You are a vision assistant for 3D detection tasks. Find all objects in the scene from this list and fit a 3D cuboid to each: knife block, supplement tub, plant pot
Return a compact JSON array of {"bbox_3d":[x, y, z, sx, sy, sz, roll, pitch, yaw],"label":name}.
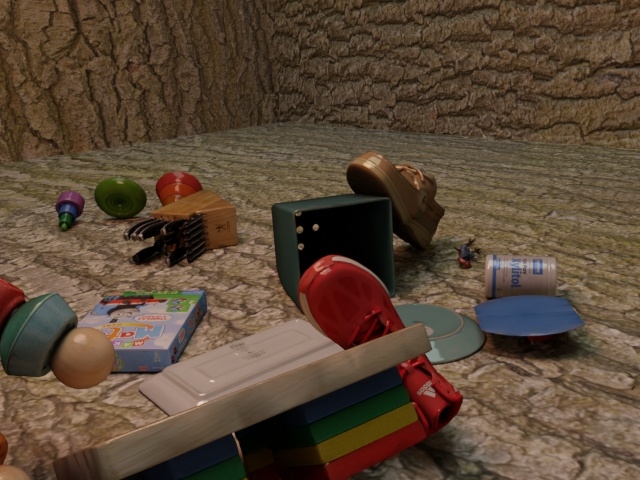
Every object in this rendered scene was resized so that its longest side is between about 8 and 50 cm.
[{"bbox_3d":[-0.309,-0.029,1.392,0.242,0.088,0.275,-9,19,-23],"label":"knife block"},{"bbox_3d":[0.316,0.058,1.035,0.107,0.071,0.071,1,17,15],"label":"supplement tub"},{"bbox_3d":[0.000,0.000,1.131,0.165,0.166,0.234,-9,15,-20],"label":"plant pot"}]

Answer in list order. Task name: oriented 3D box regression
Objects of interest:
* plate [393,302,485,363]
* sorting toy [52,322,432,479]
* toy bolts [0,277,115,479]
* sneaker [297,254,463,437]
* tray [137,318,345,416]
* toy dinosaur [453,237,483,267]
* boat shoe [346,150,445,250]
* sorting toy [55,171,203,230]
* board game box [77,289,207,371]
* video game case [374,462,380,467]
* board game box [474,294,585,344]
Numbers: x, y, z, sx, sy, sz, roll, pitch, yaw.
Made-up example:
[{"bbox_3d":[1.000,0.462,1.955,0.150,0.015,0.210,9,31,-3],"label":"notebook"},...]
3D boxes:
[{"bbox_3d":[0.139,0.123,0.929,0.188,0.024,0.188,-2,16,1],"label":"plate"},{"bbox_3d":[-0.065,0.171,0.540,0.257,0.089,0.255,-15,-11,-31],"label":"sorting toy"},{"bbox_3d":[-0.305,0.158,0.645,0.158,0.229,0.218,26,-8,0],"label":"toy bolts"},{"bbox_3d":[0.075,0.107,0.640,0.087,0.221,0.128,-48,35,-4],"label":"sneaker"},{"bbox_3d":[-0.084,0.157,0.843,0.270,0.030,0.145,-16,20,-37],"label":"tray"},{"bbox_3d":[0.273,0.031,1.225,0.082,0.047,0.090,-30,-2,-41],"label":"toy dinosaur"},{"bbox_3d":[0.146,-0.089,1.184,0.121,0.110,0.341,36,-2,27],"label":"boat shoe"},{"bbox_3d":[-0.472,-0.071,1.598,0.365,0.127,0.126,-6,46,-1],"label":"sorting toy"},{"bbox_3d":[-0.268,0.127,0.954,0.160,0.039,0.211,-1,18,4],"label":"board game box"},{"bbox_3d":[0.039,0.188,0.737,0.143,0.019,0.157,9,20,33],"label":"video game case"},{"bbox_3d":[0.288,0.118,0.913,0.133,0.033,0.169,-6,11,9],"label":"board game box"}]
